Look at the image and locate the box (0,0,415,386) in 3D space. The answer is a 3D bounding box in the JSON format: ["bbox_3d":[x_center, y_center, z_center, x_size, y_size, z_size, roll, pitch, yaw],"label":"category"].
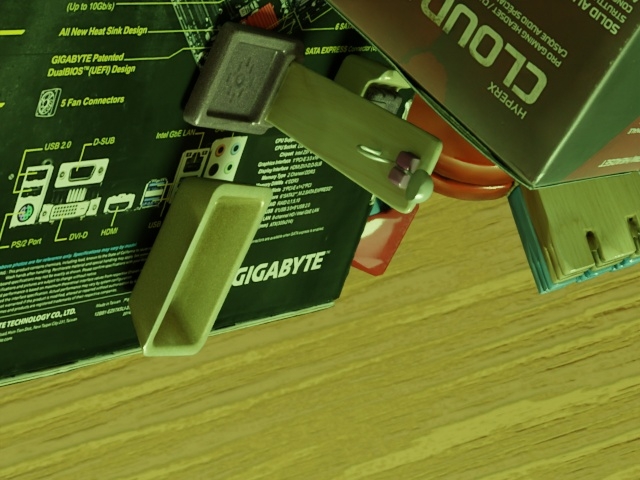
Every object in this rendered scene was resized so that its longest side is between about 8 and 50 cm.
[{"bbox_3d":[-0.074,-0.081,0.564,0.079,0.257,0.322,32,-155,30],"label":"box"}]

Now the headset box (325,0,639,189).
[{"bbox_3d":[0.145,-0.144,0.559,0.218,0.110,0.293,-11,139,-51],"label":"headset box"}]

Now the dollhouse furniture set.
[{"bbox_3d":[0.000,0.000,0.591,0.091,0.081,0.114,4,116,-56],"label":"dollhouse furniture set"}]

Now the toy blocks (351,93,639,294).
[{"bbox_3d":[0.113,-0.098,0.787,0.381,0.261,0.191,-17,174,-2],"label":"toy blocks"}]
